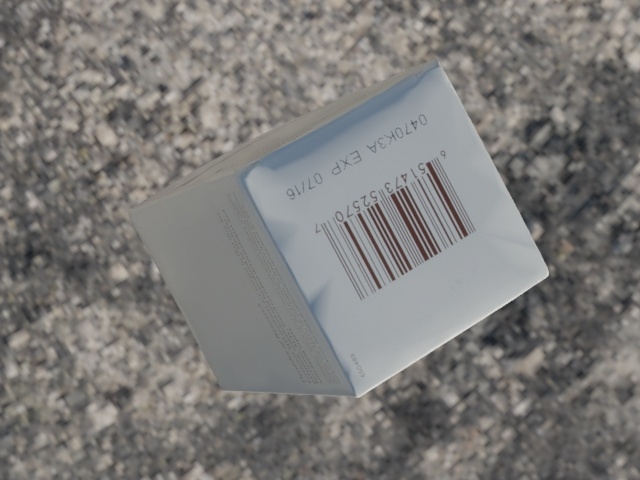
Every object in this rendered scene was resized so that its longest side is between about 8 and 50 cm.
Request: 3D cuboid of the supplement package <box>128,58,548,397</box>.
[{"bbox_3d":[0.000,0.000,0.717,0.105,0.179,0.105,-31,97,-20],"label":"supplement package"}]
